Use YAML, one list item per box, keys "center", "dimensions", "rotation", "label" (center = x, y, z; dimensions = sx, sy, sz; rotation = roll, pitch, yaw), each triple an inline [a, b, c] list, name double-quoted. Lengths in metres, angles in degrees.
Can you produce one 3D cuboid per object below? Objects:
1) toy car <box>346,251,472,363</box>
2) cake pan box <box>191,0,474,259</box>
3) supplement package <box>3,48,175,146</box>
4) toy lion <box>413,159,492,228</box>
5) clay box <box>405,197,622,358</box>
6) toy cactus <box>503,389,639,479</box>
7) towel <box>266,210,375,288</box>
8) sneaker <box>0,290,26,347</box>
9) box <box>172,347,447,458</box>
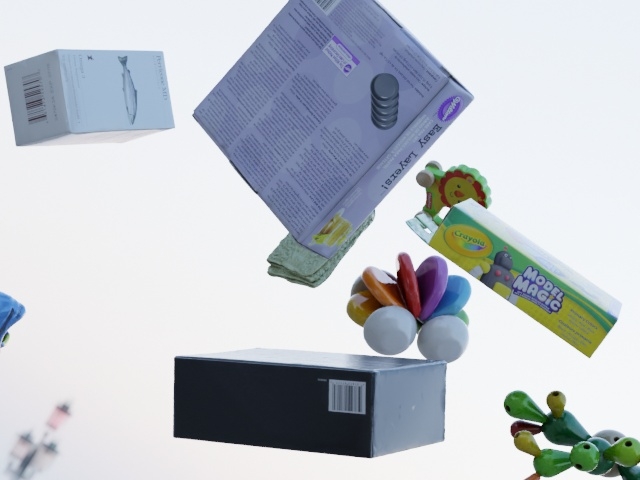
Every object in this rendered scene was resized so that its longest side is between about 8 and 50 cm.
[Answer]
- center: [0.133, 0.080, 2.132]
  dimensions: [0.182, 0.136, 0.159]
  rotation: [11, 26, -17]
  label: "toy car"
- center: [0.004, -0.153, 1.683]
  dimensions: [0.070, 0.246, 0.267]
  rotation: [30, 15, -52]
  label: "cake pan box"
- center: [-0.284, -0.177, 1.879]
  dimensions: [0.105, 0.105, 0.179]
  rotation: [-11, -1, 39]
  label: "supplement package"
- center: [0.165, -0.051, 1.870]
  dimensions: [0.096, 0.034, 0.100]
  rotation: [20, -50, 24]
  label: "toy lion"
- center: [0.193, 0.025, 1.509]
  dimensions: [0.222, 0.053, 0.127]
  rotation: [36, 12, 7]
  label: "clay box"
- center: [0.281, 0.226, 1.519]
  dimensions: [0.219, 0.112, 0.180]
  rotation: [24, 5, 21]
  label: "toy cactus"
- center: [0.000, 0.000, 2.055]
  dimensions: [0.110, 0.148, 0.027]
  rotation: [19, -25, 44]
  label: "towel"
- center: [-0.427, 0.141, 1.831]
  dimensions: [0.082, 0.209, 0.069]
  rotation: [19, 34, -33]
  label: "sneaker"
- center: [-0.011, 0.182, 1.739]
  dimensions: [0.261, 0.103, 0.184]
  rotation: [2, 3, 31]
  label: "box"
